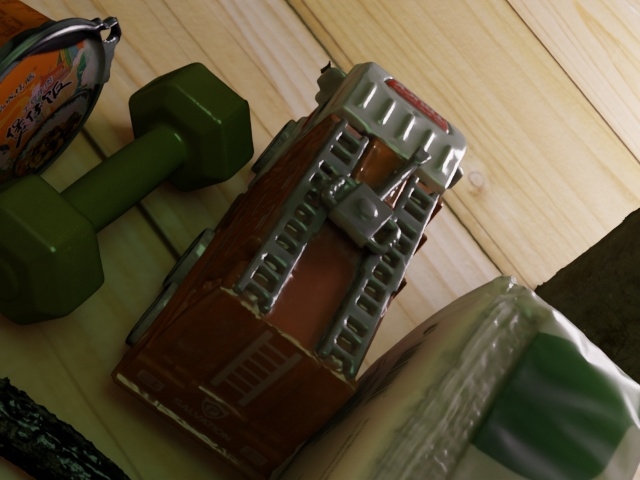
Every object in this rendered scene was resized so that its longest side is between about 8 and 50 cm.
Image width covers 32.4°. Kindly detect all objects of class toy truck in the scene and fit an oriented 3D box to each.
[{"bbox_3d":[0.000,0.000,0.968,0.173,0.207,0.387,38,45,-8],"label":"toy truck"}]

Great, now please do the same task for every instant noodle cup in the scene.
[{"bbox_3d":[-0.279,-0.137,0.906,0.125,0.177,0.208,37,58,9],"label":"instant noodle cup"}]

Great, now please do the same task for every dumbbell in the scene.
[{"bbox_3d":[-0.175,-0.047,0.944,0.302,0.121,0.108,-46,114,-46],"label":"dumbbell"}]

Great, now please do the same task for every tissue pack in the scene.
[{"bbox_3d":[0.065,0.221,0.819,0.194,0.266,0.356,44,46,-1],"label":"tissue pack"}]

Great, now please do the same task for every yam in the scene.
[{"bbox_3d":[0.376,0.053,1.149,0.195,0.300,0.195,28,39,-26],"label":"yam"}]

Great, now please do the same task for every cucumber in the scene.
[{"bbox_3d":[-0.192,0.166,0.830,0.181,0.053,0.053,39,45,-10],"label":"cucumber"}]
